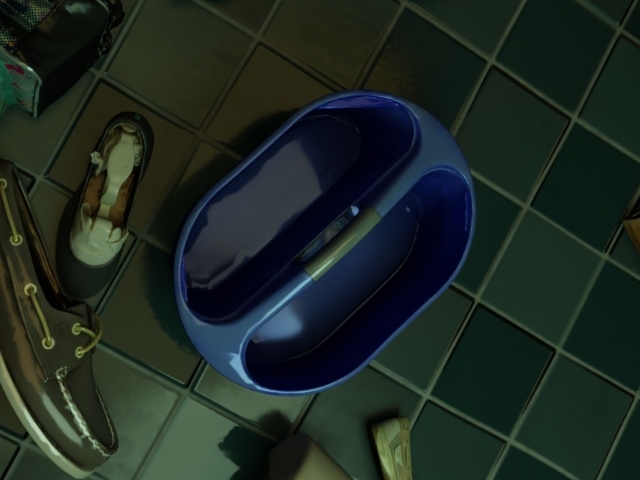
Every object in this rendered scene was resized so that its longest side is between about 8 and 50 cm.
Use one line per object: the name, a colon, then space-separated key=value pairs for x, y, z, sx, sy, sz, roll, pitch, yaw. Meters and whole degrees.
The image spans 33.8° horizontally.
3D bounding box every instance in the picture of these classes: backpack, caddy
backpack: x=-0.337 y=-0.228 z=0.965 sx=0.191 sy=0.225 sz=0.253 roll=-45 pitch=98 yaw=-15
caddy: x=0.000 y=0.000 z=1.088 sx=0.341 sy=0.179 sz=0.241 roll=-43 pitch=103 yaw=-10

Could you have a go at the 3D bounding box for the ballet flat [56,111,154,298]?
ballet flat: x=-0.222 y=-0.037 z=1.081 sx=0.074 sy=0.074 sz=0.203 roll=19 pitch=87 yaw=-15

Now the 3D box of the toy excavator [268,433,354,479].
toy excavator: x=-0.182 y=0.423 z=1.047 sx=0.433 sy=0.445 sz=0.222 roll=-36 pitch=105 yaw=31

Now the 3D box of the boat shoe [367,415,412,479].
boat shoe: x=0.094 y=0.276 z=1.189 sx=0.048 sy=0.056 sz=0.153 roll=-15 pitch=89 yaw=-10

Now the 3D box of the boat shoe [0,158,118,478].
boat shoe: x=-0.277 y=0.079 z=1.043 sx=0.096 sy=0.116 sz=0.324 roll=-26 pitch=94 yaw=2

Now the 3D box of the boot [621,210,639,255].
boot: x=0.530 y=0.046 z=1.302 sx=0.264 sy=0.096 sz=0.281 roll=-22 pitch=90 yaw=-6
